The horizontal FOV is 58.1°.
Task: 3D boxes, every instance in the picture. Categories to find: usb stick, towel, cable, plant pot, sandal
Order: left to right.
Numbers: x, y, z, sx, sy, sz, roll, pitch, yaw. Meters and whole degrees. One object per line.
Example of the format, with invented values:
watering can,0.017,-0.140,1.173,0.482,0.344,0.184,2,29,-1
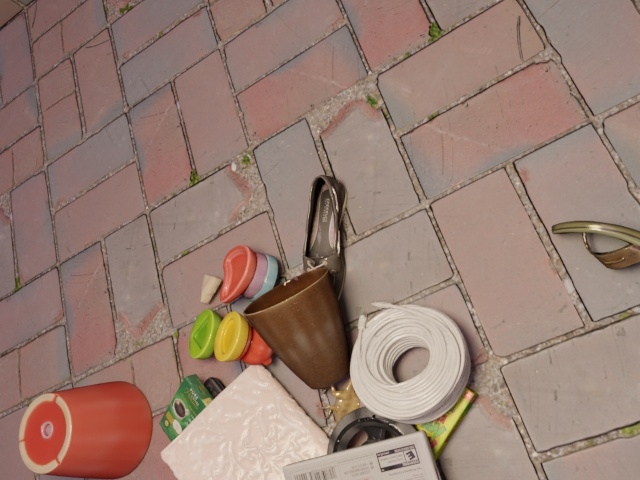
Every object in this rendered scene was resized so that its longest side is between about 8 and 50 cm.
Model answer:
plant pot,-0.635,0.507,1.538,0.274,0.243,0.275,-8,72,26
usb stick,-0.211,0.458,1.441,0.278,0.045,0.077,41,104,30
towel,-0.156,0.503,1.335,0.317,0.053,0.332,-43,65,-12
plant pot,-0.029,0.214,1.314,0.215,0.215,0.230,-24,97,20
cable,0.185,0.258,1.216,0.257,0.089,0.257,1,57,33
sandal,0.592,0.021,1.101,0.302,0.120,0.086,20,100,30

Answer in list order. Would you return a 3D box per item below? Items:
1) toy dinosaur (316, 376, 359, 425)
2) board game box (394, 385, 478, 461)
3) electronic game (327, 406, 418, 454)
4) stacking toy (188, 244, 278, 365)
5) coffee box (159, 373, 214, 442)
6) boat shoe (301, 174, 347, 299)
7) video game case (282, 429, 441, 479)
toy dinosaur,0.049,0.361,1.337,0.092,0.053,0.183,18,90,14
board game box,0.245,0.375,1.223,0.092,0.043,0.181,33,93,30
electronic game,0.119,0.469,1.221,0.229,0.048,0.229,-4,81,26
stacking toy,-0.210,0.186,1.492,0.279,0.130,0.309,-26,49,48
coffee box,-0.343,0.449,1.487,0.113,0.040,0.184,44,116,29
boat shoe,0.000,0.000,1.425,0.112,0.095,0.335,-2,75,27
video game case,0.104,0.573,1.165,0.329,0.036,0.300,-22,74,19
